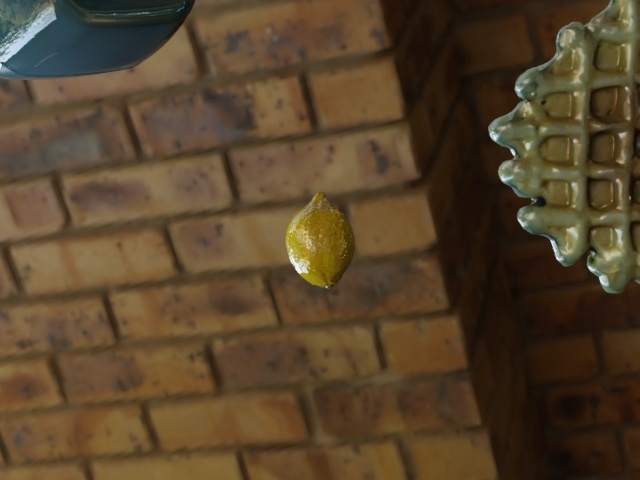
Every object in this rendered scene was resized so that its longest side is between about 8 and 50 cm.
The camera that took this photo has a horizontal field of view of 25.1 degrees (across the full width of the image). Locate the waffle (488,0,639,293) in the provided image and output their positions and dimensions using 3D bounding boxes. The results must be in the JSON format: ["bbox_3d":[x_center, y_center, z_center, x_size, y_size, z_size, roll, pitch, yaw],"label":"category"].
[{"bbox_3d":[0.333,-0.102,1.436,0.309,0.292,0.056,-48,-172,11],"label":"waffle"}]

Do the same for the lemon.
[{"bbox_3d":[0.000,0.000,1.339,0.065,0.092,0.065,-4,169,-1],"label":"lemon"}]

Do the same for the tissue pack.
[{"bbox_3d":[-0.248,-0.284,1.285,0.198,0.288,0.206,-15,175,-42],"label":"tissue pack"}]
